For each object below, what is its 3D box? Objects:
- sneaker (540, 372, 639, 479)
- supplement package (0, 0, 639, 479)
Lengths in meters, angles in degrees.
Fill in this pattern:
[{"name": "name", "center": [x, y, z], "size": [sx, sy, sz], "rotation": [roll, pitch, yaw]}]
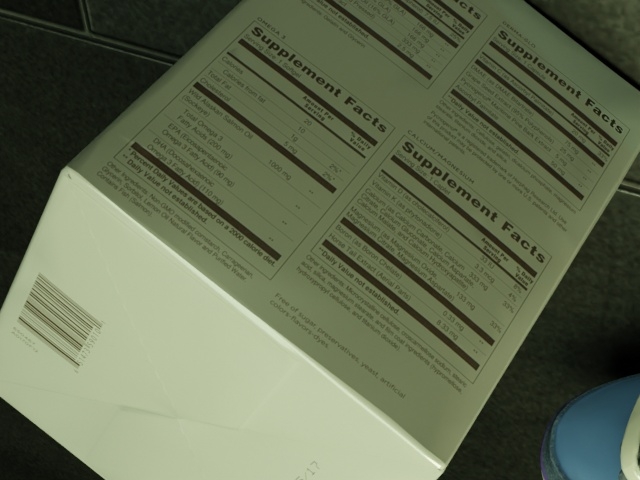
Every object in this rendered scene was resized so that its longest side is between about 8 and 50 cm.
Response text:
[{"name": "sneaker", "center": [0.217, 0.070, 0.649], "size": [0.322, 0.130, 0.236], "rotation": [4, 146, 40]}, {"name": "supplement package", "center": [0.000, 0.000, 0.686], "size": [0.198, 0.263, 0.199], "rotation": [38, 141, 0]}]
